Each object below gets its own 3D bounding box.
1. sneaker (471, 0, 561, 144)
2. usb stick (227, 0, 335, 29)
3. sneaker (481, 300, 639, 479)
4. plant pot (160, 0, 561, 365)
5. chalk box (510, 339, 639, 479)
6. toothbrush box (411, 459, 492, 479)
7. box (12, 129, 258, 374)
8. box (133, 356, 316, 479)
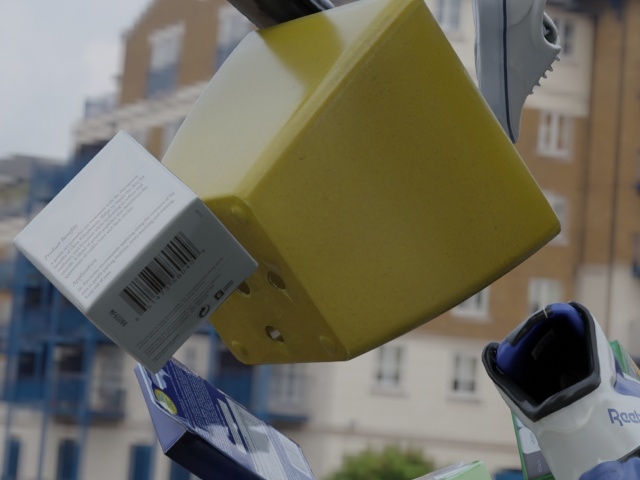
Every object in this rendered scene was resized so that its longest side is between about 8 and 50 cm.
[{"bbox_3d":[0.212,-0.193,2.035,0.091,0.094,0.258,-6,-38,2],"label":"sneaker"},{"bbox_3d":[-0.090,-0.226,1.379,0.077,0.045,0.278,18,-14,46],"label":"usb stick"},{"bbox_3d":[0.238,0.134,1.706,0.127,0.182,0.315,-28,3,10],"label":"sneaker"},{"bbox_3d":[0.000,-0.025,1.355,0.212,0.187,0.212,-6,-58,55],"label":"plant pot"},{"bbox_3d":[0.280,0.197,1.984,0.132,0.132,0.213,-18,-32,17],"label":"chalk box"},{"bbox_3d":[0.014,0.266,0.824,0.206,0.283,0.122,-23,-4,27],"label":"toothbrush box"},{"bbox_3d":[-0.115,0.008,1.202,0.087,0.101,0.102,40,-7,34],"label":"box"},{"bbox_3d":[-0.087,0.172,1.657,0.225,0.036,0.136,39,11,-31],"label":"box"}]
